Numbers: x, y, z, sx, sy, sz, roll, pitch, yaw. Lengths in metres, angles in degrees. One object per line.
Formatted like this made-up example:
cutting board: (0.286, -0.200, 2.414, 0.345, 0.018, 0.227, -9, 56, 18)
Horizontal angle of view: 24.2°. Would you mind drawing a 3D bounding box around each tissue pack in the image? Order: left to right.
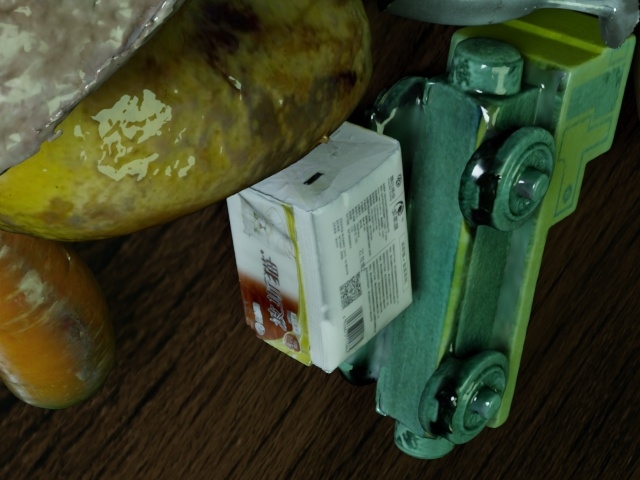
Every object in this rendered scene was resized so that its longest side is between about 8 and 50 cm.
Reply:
tissue pack: (0.000, -0.001, 1.095, 0.106, 0.099, 0.148, -38, 137, -35)

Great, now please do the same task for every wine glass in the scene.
wine glass: (0.139, -0.186, 1.122, 0.198, 0.066, 0.066, 5, 111, -19)

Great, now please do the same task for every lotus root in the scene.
lotus root: (-0.104, -0.099, 0.830, 0.291, 0.193, 0.193, -30, 133, -46)

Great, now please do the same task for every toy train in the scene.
toy train: (0.134, 0.000, 1.238, 0.237, 0.150, 0.368, -26, 132, -49)

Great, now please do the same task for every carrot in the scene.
carrot: (-0.183, 0.023, 0.894, 0.087, 0.087, 0.193, -46, 139, -24)

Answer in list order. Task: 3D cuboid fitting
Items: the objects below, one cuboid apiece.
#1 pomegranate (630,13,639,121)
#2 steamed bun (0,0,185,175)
pomegranate: (0.437, -0.172, 1.375, 0.322, 0.322, 0.322, -30, 132, -39)
steamed bun: (-0.174, -0.179, 0.641, 0.301, 0.252, 0.199, -57, 135, -17)
